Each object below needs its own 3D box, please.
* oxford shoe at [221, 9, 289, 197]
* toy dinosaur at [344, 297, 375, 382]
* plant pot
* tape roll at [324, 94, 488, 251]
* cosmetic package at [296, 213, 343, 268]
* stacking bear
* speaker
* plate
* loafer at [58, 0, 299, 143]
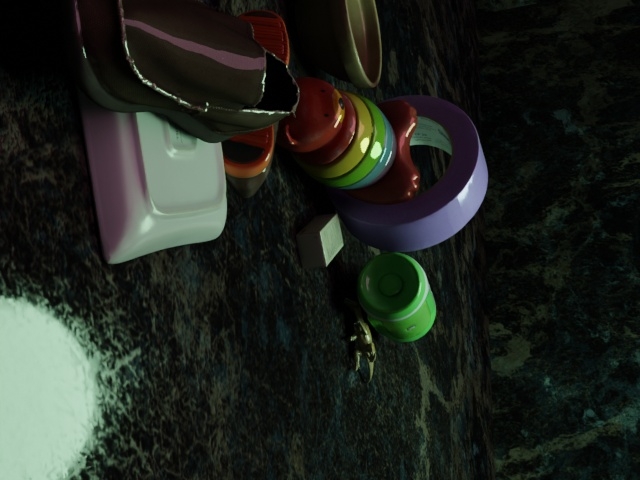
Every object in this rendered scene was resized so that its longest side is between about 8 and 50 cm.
[{"bbox_3d":[-0.095,-0.184,1.238,0.098,0.097,0.271,93,4,-61],"label":"oxford shoe"},{"bbox_3d":[0.081,0.191,1.674,0.092,0.053,0.183,-62,141,-64],"label":"toy dinosaur"},{"bbox_3d":[0.025,-0.376,1.632,0.237,0.109,0.237,-6,90,-73],"label":"plant pot"},{"bbox_3d":[0.147,-0.119,1.638,0.090,0.274,0.275,58,29,-52],"label":"tape roll"},{"bbox_3d":[0.000,0.000,1.511,0.115,0.041,0.060,-45,126,-69],"label":"cosmetic package"},{"bbox_3d":[0.021,-0.166,1.459,0.289,0.164,0.175,21,65,-59],"label":"stacking bear"},{"bbox_3d":[0.143,0.109,1.736,0.296,0.131,0.131,54,32,-72],"label":"speaker"},{"bbox_3d":[-0.169,-0.128,1.016,0.278,0.045,0.277,-19,100,-73],"label":"plate"},{"bbox_3d":[-0.119,-0.186,0.903,0.366,0.130,0.134,8,75,-72],"label":"loafer"}]
